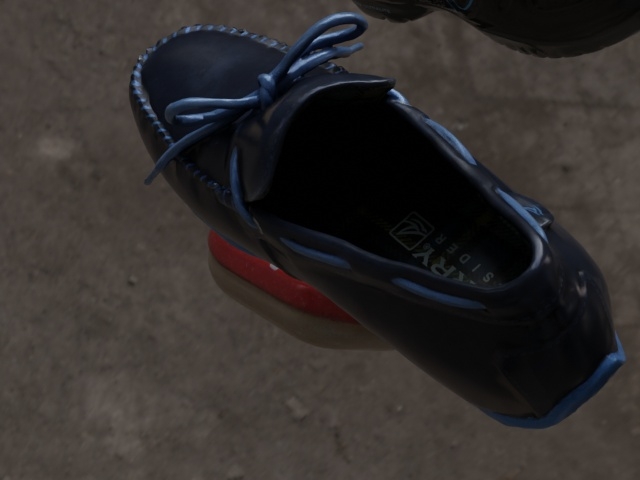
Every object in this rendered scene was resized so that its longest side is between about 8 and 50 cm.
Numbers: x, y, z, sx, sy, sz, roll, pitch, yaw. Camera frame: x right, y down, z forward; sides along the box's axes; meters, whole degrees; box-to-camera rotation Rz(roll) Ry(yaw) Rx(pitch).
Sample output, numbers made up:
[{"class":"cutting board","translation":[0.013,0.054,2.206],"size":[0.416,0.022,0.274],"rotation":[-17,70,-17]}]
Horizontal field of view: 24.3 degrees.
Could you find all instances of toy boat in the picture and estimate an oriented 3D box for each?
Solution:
[{"class":"toy boat","translation":[0.000,0.000,1.359],"size":[0.151,0.151,0.231],"rotation":[5,15,-40]}]

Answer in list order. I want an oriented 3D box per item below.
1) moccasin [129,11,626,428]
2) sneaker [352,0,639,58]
[{"class":"moccasin","translation":[0.017,-0.044,0.749],"size":[0.342,0.117,0.137],"rotation":[31,72,37]},{"class":"sneaker","translation":[0.110,-0.216,1.058],"size":[0.140,0.341,0.125],"rotation":[36,72,-43]}]
